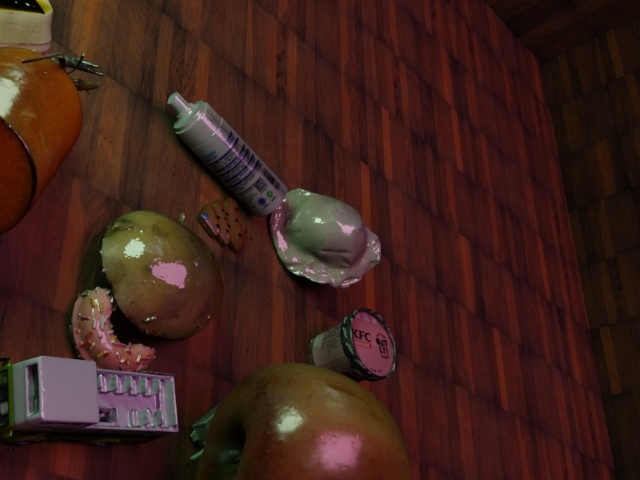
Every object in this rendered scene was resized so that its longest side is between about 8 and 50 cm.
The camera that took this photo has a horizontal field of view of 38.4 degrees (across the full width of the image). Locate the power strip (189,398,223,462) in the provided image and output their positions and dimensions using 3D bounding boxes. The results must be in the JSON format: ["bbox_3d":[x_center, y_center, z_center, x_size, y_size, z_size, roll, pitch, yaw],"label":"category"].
[{"bbox_3d":[-0.177,0.333,1.582,0.175,0.042,0.075,-36,102,-57],"label":"power strip"}]

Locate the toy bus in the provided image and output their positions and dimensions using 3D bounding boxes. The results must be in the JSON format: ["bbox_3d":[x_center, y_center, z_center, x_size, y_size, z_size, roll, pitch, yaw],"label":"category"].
[{"bbox_3d":[-0.334,0.235,1.329,0.302,0.139,0.113,17,59,-52],"label":"toy bus"}]

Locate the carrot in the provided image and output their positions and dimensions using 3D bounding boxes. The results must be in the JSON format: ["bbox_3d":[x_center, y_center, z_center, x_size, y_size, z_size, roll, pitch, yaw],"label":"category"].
[{"bbox_3d":[-0.458,-0.185,1.361,0.331,0.193,0.214,-73,174,-51],"label":"carrot"}]

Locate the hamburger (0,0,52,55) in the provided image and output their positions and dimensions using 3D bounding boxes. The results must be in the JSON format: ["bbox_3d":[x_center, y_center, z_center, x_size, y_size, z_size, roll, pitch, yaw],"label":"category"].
[{"bbox_3d":[-0.525,-0.357,1.460,0.173,0.116,0.210,54,32,15],"label":"hamburger"}]

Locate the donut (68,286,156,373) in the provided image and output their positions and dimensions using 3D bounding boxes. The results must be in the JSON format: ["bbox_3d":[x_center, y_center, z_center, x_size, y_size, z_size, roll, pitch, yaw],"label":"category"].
[{"bbox_3d":[-0.334,0.159,1.449,0.166,0.065,0.117,52,34,-19],"label":"donut"}]

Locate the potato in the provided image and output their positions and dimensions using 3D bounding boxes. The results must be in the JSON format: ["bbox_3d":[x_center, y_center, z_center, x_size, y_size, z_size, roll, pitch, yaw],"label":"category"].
[{"bbox_3d":[-0.242,0.041,1.562,0.239,0.116,0.299,65,17,13],"label":"potato"}]

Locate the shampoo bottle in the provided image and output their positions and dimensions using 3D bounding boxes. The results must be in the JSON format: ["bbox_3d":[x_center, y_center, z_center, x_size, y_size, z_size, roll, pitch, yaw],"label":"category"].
[{"bbox_3d":[-0.194,-0.177,1.836,0.303,0.092,0.092,46,38,-27],"label":"shampoo bottle"}]

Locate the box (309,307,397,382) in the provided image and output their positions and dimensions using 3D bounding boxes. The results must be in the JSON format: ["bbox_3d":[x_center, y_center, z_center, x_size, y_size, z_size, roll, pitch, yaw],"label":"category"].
[{"bbox_3d":[0.062,0.233,1.903,0.151,0.135,0.151,33,43,-37],"label":"box"}]

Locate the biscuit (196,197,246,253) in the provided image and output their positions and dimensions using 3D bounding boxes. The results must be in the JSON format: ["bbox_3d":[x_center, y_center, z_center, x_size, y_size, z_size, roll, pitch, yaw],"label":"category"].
[{"bbox_3d":[-0.192,-0.035,1.814,0.130,0.019,0.119,10,62,-52],"label":"biscuit"}]

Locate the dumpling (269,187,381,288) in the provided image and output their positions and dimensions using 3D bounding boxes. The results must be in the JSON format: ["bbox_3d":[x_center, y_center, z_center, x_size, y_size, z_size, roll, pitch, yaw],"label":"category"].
[{"bbox_3d":[0.000,0.000,1.961,0.258,0.147,0.193,38,73,-2],"label":"dumpling"}]

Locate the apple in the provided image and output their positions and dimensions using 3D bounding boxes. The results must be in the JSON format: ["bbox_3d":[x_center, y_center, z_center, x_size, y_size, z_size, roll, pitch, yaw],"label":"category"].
[{"bbox_3d":[-0.024,0.367,1.454,0.305,0.338,0.338,27,48,-26],"label":"apple"}]
